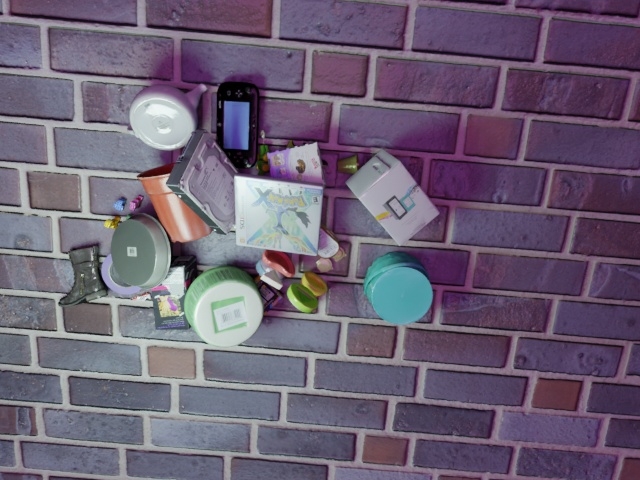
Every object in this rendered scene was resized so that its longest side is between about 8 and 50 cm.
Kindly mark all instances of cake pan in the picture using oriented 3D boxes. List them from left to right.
[{"bbox_3d":[-0.692,0.044,1.612,0.292,0.054,0.294,3,96,28],"label":"cake pan"}]

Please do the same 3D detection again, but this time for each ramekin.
[{"bbox_3d":[-0.366,0.264,1.653,0.302,0.148,0.304,-5,104,-23],"label":"ramekin"}]

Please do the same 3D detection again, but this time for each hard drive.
[{"bbox_3d":[-0.389,-0.199,1.526,0.064,0.339,0.237,7,64,24],"label":"hard drive"}]

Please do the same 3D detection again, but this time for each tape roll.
[{"bbox_3d":[-0.796,0.123,1.761,0.188,0.080,0.189,0,103,1],"label":"tape roll"}]

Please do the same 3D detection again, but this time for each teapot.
[{"bbox_3d":[-0.576,-0.472,1.576,0.255,0.187,0.253,11,131,-19],"label":"teapot"}]

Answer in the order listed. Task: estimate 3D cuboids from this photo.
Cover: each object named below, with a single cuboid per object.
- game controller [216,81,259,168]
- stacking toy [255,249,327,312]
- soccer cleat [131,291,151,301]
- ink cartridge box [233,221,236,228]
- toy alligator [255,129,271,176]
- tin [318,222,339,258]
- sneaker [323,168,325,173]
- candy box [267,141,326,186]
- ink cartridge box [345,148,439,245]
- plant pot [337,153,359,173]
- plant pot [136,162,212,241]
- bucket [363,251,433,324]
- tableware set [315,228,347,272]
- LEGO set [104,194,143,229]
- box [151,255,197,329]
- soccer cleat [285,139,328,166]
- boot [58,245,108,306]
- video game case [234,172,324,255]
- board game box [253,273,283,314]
[{"bbox_3d":[-0.320,-0.442,1.635,0.166,0.067,0.320,4,102,0],"label":"game controller"},{"bbox_3d":[-0.138,0.189,1.682,0.308,0.280,0.130,36,112,-9],"label":"stacking toy"},{"bbox_3d":[-0.766,0.249,1.817,0.083,0.029,0.036,-20,98,0],"label":"soccer cleat"},{"bbox_3d":[-0.298,-0.107,1.701,0.122,0.088,0.052,-32,99,7],"label":"ink cartridge box"},{"bbox_3d":[-0.216,-0.334,1.671,0.051,0.056,0.190,-3,104,-43],"label":"toy alligator"},{"bbox_3d":[0.000,0.000,1.700,0.106,0.040,0.189,-41,120,12],"label":"tin"},{"bbox_3d":[-0.087,-0.177,1.676,0.152,0.101,0.269,22,105,-7],"label":"sneaker"},{"bbox_3d":[-0.088,-0.266,1.602,0.196,0.070,0.165,-10,86,9],"label":"candy box"},{"bbox_3d":[0.266,-0.165,1.596,0.197,0.198,0.270,-41,116,8],"label":"ink cartridge box"},{"bbox_3d":[0.109,-0.295,1.668,0.079,0.083,0.084,-2,103,13],"label":"plant pot"},{"bbox_3d":[-0.519,-0.149,1.617,0.271,0.272,0.266,-10,110,2],"label":"plant pot"},{"bbox_3d":[0.316,0.194,1.720,0.280,0.183,0.282,0,103,0],"label":"bucket"},{"bbox_3d":[0.022,0.044,1.771,0.141,0.020,0.169,-33,102,8],"label":"tableware set"},{"bbox_3d":[-0.808,-0.084,1.706,0.086,0.093,0.228,24,102,-5],"label":"LEGO set"},{"bbox_3d":[-0.590,0.211,1.736,0.143,0.165,0.271,0,103,0],"label":"box"},{"bbox_3d":[-0.050,-0.340,1.663,0.178,0.060,0.073,21,101,-2],"label":"soccer cleat"},{"bbox_3d":[-1.006,0.147,1.772,0.262,0.091,0.229,-16,91,15],"label":"boot"},{"bbox_3d":[-0.160,-0.093,1.601,0.328,0.036,0.300,7,122,3],"label":"video game case"},{"bbox_3d":[-0.265,0.244,1.804,0.170,0.048,0.141,-43,97,9],"label":"board game box"}]
